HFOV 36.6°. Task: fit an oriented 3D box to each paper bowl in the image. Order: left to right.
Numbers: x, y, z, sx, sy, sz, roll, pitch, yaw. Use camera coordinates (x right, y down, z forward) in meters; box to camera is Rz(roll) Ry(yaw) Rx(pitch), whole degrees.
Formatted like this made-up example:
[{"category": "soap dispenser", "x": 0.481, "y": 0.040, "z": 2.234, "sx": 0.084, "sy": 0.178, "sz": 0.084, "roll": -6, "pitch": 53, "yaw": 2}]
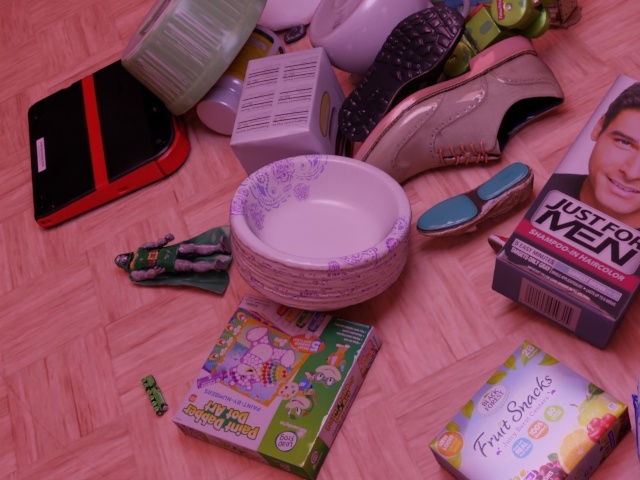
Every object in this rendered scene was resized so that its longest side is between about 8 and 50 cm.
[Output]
[{"category": "paper bowl", "x": 0.000, "y": 0.000, "z": 1.536, "sx": 0.284, "sy": 0.148, "sz": 0.284, "roll": 0, "pitch": 39, "yaw": 0}]

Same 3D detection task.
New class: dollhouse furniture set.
[{"category": "dollhouse furniture set", "x": 0.382, "y": -0.440, "z": 1.729, "sx": 0.101, "sy": 0.182, "sz": 0.161, "roll": 24, "pitch": 65, "yaw": 36}]

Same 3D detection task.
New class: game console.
[{"category": "game console", "x": -0.451, "y": -0.224, "z": 2.023, "sx": 0.342, "sy": 0.060, "sz": 0.387, "roll": -26, "pitch": 47, "yaw": 8}]

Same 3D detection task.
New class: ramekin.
[{"category": "ramekin", "x": -0.251, "y": -0.407, "z": 1.867, "sx": 0.303, "sy": 0.148, "sz": 0.303, "roll": -44, "pitch": 23, "yaw": 25}]

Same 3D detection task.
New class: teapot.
[{"category": "teapot", "x": 0.118, "y": -0.394, "z": 1.742, "sx": 0.252, "sy": 0.187, "sz": 0.256, "roll": -52, "pitch": 25, "yaw": 9}]

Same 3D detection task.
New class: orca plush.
[{"category": "orca plush", "x": -0.101, "y": -0.475, "z": 2.064, "sx": 0.287, "sy": 0.102, "sz": 0.151, "roll": -34, "pitch": 92, "yaw": 8}]

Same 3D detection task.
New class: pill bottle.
[{"category": "pill bottle", "x": -0.159, "y": -0.319, "z": 1.916, "sx": 0.119, "sy": 0.119, "sz": 0.209, "roll": 6, "pitch": 56, "yaw": 28}]

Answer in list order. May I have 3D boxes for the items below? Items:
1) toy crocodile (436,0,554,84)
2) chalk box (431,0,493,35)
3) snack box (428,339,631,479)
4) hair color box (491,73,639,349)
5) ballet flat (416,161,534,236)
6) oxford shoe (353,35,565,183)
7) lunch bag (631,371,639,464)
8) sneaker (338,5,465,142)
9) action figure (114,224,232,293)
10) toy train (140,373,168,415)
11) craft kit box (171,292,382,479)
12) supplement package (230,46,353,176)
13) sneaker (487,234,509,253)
[{"category": "toy crocodile", "x": 0.290, "y": -0.362, "z": 1.693, "sx": 0.340, "sy": 0.115, "sz": 0.105, "roll": -42, "pitch": 65, "yaw": 28}, {"category": "chalk box", "x": 0.277, "y": -0.457, "z": 1.825, "sx": 0.132, "sy": 0.132, "sz": 0.213, "roll": -8, "pitch": 52, "yaw": 18}, {"category": "snack box", "x": 0.278, "y": 0.261, "z": 1.288, "sx": 0.207, "sy": 0.070, "sz": 0.174, "roll": -43, "pitch": 49, "yaw": -14}, {"category": "hair color box", "x": 0.426, "y": -0.049, "z": 1.414, "sx": 0.185, "sy": 0.114, "sz": 0.374, "roll": 30, "pitch": 68, "yaw": 20}, {"category": "ballet flat", "x": 0.254, "y": -0.049, "z": 1.550, "sx": 0.206, "sy": 0.067, "sz": 0.073, "roll": -27, "pitch": 46, "yaw": 5}, {"category": "oxford shoe", "x": 0.225, "y": -0.183, "z": 1.629, "sx": 0.397, "sy": 0.140, "sz": 0.146, "roll": -36, "pitch": 64, "yaw": 3}, {"category": "lunch bag", "x": 0.480, "y": 0.245, "z": 1.196, "sx": 0.176, "sy": 0.090, "sz": 0.219, "roll": -5, "pitch": 52, "yaw": 20}, {"category": "sneaker", "x": 0.155, "y": -0.282, "z": 1.666, "sx": 0.283, "sy": 0.124, "sz": 0.107, "roll": -46, "pitch": 61, "yaw": 26}, {"category": "action figure", "x": -0.269, "y": 0.034, "z": 1.725, "sx": 0.232, "sy": 0.063, "sz": 0.137, "roll": -5, "pitch": 55, "yaw": 25}, {"category": "toy train", "x": -0.270, "y": 0.251, "z": 1.577, "sx": 0.023, "sy": 0.017, "sz": 0.083, "roll": -26, "pitch": 46, "yaw": -12}, {"category": "craft kit box", "x": -0.067, "y": 0.217, "z": 1.491, "sx": 0.249, "sy": 0.061, "sz": 0.247, "roll": 11, "pitch": 62, "yaw": 31}, {"category": "supplement package", "x": -0.041, "y": -0.193, "z": 1.711, "sx": 0.149, "sy": 0.194, "sz": 0.203, "roll": -7, "pitch": 52, "yaw": 20}, {"category": "sneaker", "x": 0.322, "y": 0.006, "z": 1.492, "sx": 0.118, "sy": 0.042, "sz": 0.067, "roll": 30, "pitch": 73, "yaw": 30}]
